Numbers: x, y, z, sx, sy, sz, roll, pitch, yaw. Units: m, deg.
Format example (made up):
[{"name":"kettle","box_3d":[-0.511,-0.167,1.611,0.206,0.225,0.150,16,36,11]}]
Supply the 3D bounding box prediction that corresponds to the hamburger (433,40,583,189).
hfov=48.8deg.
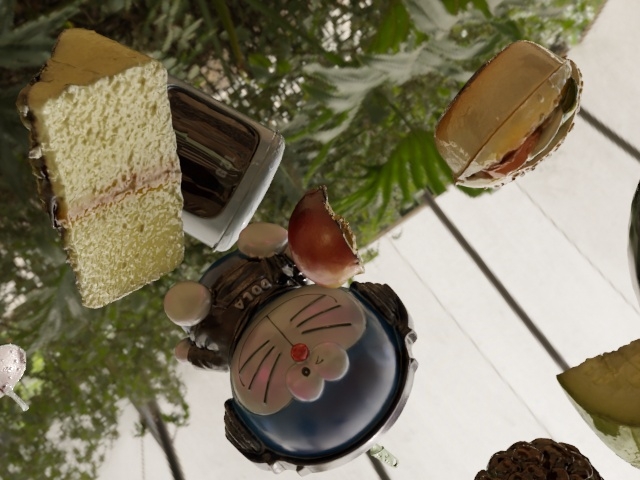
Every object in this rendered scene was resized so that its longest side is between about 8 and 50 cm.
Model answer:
[{"name":"hamburger","box_3d":[0.252,-0.167,0.964,0.237,0.147,0.237,-48,-178,2]}]

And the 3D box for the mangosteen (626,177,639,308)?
[{"name":"mangosteen","box_3d":[0.298,0.022,0.370,0.231,0.289,0.231,-26,-140,25]}]

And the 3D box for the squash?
[{"name":"squash","box_3d":[0.564,0.302,1.234,0.236,0.204,0.155,-22,139,0]}]

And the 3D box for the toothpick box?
[{"name":"toothpick box","box_3d":[-0.267,-0.158,1.237,0.263,0.354,0.263,-58,-169,19]}]

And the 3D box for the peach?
[{"name":"peach","box_3d":[0.001,0.001,0.635,0.061,0.098,0.098,-31,-179,3]}]

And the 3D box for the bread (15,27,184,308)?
[{"name":"bread","box_3d":[-0.219,-0.075,0.745,0.141,0.178,0.266,-8,131,-15]}]

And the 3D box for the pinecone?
[{"name":"pinecone","box_3d":[0.367,0.435,1.170,0.224,0.224,0.272,-35,162,30]}]

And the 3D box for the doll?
[{"name":"doll","box_3d":[-0.030,0.148,0.927,0.284,0.310,0.240,-48,147,-12]}]

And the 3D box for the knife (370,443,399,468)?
[{"name":"knife","box_3d":[0.111,0.425,1.440,0.030,0.207,0.014,-44,-139,-1]}]

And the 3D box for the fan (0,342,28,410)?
[{"name":"fan","box_3d":[-0.364,0.165,0.806,0.085,0.005,0.133,-45,151,-23]}]
